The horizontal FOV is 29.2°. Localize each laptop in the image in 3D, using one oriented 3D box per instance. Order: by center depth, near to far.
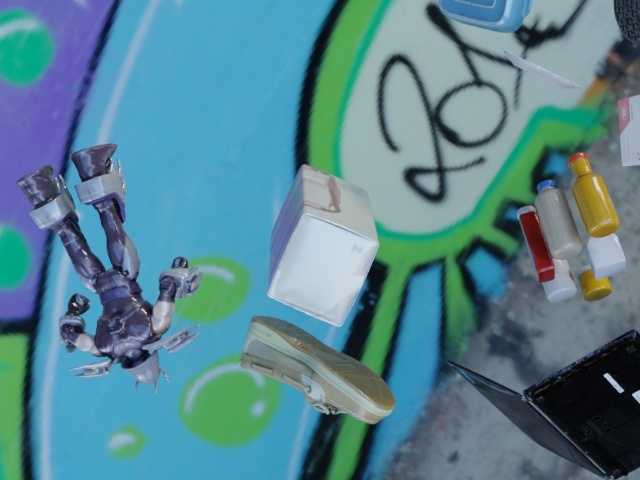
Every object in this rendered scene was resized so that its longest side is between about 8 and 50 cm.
[{"bbox_3d":[0.351,0.205,1.654,0.264,0.234,0.136,-34,35,21],"label":"laptop"}]

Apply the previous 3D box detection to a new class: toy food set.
[{"bbox_3d":[0.312,-0.007,1.543,0.111,0.232,0.104,-17,63,7],"label":"toy food set"}]

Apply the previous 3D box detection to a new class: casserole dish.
[{"bbox_3d":[0.259,-0.401,1.993,0.188,0.037,0.114,23,114,41],"label":"casserole dish"}]

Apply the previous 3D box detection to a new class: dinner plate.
[{"bbox_3d":[0.360,-0.274,2.003,0.017,0.141,0.141,-66,30,12],"label":"dinner plate"}]

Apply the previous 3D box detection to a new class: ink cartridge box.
[{"bbox_3d":[0.563,-0.186,1.992,0.198,0.067,0.115,174,91,-72],"label":"ink cartridge box"}]

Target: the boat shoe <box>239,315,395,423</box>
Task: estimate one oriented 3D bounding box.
[{"bbox_3d":[-0.005,0.106,0.940,0.153,0.056,0.048,28,101,38],"label":"boat shoe"}]

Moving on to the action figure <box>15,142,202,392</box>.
[{"bbox_3d":[-0.233,0.038,1.388,0.185,0.285,0.099,-21,1,7],"label":"action figure"}]

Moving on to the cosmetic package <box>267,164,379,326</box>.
[{"bbox_3d":[0.000,0.000,1.952,0.296,0.129,0.153,-98,32,-73],"label":"cosmetic package"}]

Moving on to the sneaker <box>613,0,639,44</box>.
[{"bbox_3d":[0.414,-0.337,1.510,0.084,0.097,0.234,98,176,-56],"label":"sneaker"}]
